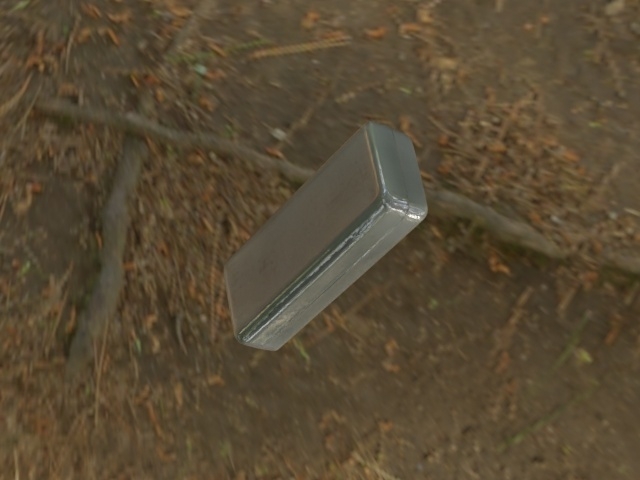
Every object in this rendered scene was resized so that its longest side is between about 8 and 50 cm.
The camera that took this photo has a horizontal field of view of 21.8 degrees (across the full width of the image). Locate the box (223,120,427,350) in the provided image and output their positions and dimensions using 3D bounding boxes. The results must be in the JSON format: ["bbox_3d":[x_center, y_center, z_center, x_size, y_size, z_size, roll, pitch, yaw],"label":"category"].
[{"bbox_3d":[0.000,0.000,1.509,0.055,0.103,0.244,16,138,-34],"label":"box"}]
